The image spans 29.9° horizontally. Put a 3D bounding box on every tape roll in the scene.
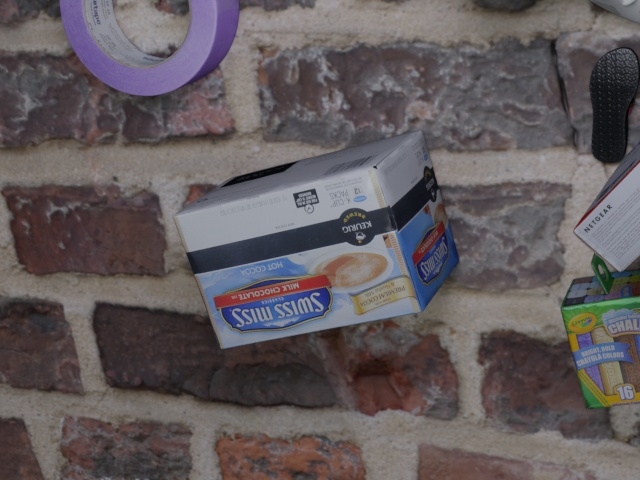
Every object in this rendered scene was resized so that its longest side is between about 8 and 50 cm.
[{"bbox_3d":[-0.270,-0.371,1.888,0.275,0.090,0.274,6,109,19],"label":"tape roll"}]

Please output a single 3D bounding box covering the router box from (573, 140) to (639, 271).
[{"bbox_3d":[0.492,-0.146,1.528,0.082,0.301,0.335,41,124,5],"label":"router box"}]

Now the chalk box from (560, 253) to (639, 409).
[{"bbox_3d":[0.437,0.120,1.755,0.132,0.132,0.213,-9,105,24],"label":"chalk box"}]

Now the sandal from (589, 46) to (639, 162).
[{"bbox_3d":[0.419,-0.197,1.713,0.067,0.040,0.179,14,126,22],"label":"sandal"}]

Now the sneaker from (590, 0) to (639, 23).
[{"bbox_3d":[0.324,-0.343,1.554,0.448,0.257,0.169,28,137,14],"label":"sneaker"}]

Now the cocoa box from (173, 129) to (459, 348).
[{"bbox_3d":[0.000,0.000,1.827,0.347,0.231,0.227,-12,103,25],"label":"cocoa box"}]
